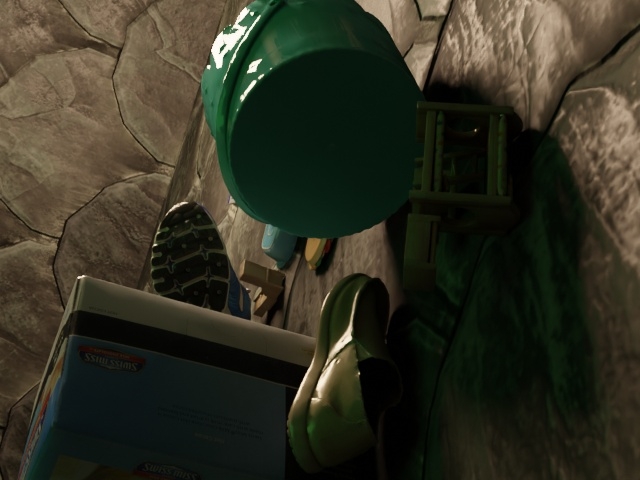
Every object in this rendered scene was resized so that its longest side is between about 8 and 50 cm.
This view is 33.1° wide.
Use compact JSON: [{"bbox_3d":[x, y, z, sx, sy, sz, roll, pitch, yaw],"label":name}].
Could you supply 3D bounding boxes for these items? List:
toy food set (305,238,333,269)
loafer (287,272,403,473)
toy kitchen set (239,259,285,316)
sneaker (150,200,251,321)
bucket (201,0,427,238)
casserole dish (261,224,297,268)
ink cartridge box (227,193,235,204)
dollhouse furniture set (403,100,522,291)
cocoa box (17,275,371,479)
[{"bbox_3d":[0.000,0.000,1.569,0.082,0.020,0.083,146,139,-67],"label":"toy food set"},{"bbox_3d":[0.043,0.136,1.139,0.268,0.092,0.101,-71,-32,-47],"label":"loafer"},{"bbox_3d":[-0.108,0.067,1.770,0.083,0.075,0.068,-53,24,40],"label":"toy kitchen set"},{"bbox_3d":[-0.187,0.090,1.757,0.147,0.130,0.329,-86,-15,-71],"label":"sneaker"},{"bbox_3d":[-0.004,-0.147,1.292,0.183,0.281,0.281,-110,39,-60],"label":"bucket"},{"bbox_3d":[-0.057,-0.048,1.797,0.114,0.037,0.188,177,108,-74],"label":"casserole dish"},{"bbox_3d":[-0.039,-0.137,1.685,0.333,0.065,0.165,-5,69,62],"label":"ink cartridge box"},{"bbox_3d":[0.136,-0.011,1.031,0.161,0.101,0.181,84,-168,-59],"label":"dollhouse furniture set"},{"bbox_3d":[-0.145,0.231,1.206,0.228,0.347,0.231,-93,25,-50],"label":"cocoa box"}]
